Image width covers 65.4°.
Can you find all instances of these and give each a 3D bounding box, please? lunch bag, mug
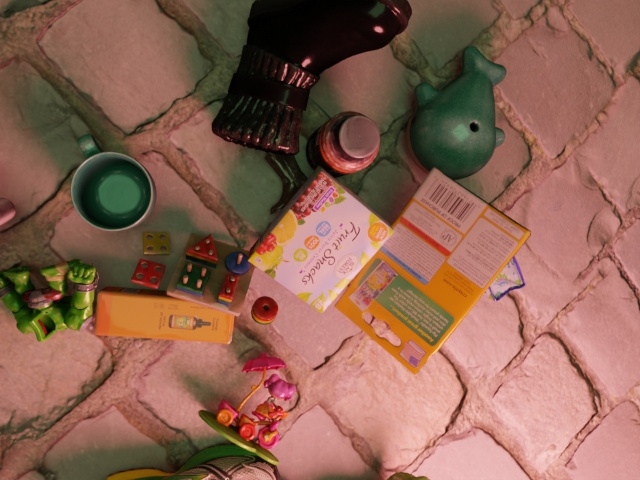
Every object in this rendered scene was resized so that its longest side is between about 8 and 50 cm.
[{"bbox_3d":[0.319,0.035,1.001,0.096,0.129,0.151,-24,98,-11],"label":"lunch bag"},{"bbox_3d":[-0.350,-0.095,0.860,0.129,0.097,0.158,5,90,-12],"label":"mug"}]

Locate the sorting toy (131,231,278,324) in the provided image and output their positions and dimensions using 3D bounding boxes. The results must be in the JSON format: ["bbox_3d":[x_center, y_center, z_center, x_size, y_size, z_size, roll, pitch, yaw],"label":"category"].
[{"bbox_3d":[-0.195,0.048,0.888,0.274,0.046,0.132,19,52,-7],"label":"sorting toy"}]

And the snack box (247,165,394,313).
[{"bbox_3d":[0.000,0.000,0.906,0.174,0.070,0.207,38,102,-15],"label":"snack box"}]

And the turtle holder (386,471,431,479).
[{"bbox_3d":[0.113,0.603,0.923,0.320,0.227,0.243,-30,97,-10],"label":"turtle holder"}]

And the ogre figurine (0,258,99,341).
[{"bbox_3d":[-0.461,0.100,0.839,0.197,0.097,0.118,-9,103,-7],"label":"ogre figurine"}]

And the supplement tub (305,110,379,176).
[{"bbox_3d":[0.041,-0.170,0.895,0.106,0.198,0.106,-1,93,-13],"label":"supplement tub"}]

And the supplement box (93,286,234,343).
[{"bbox_3d":[-0.274,0.133,0.897,0.233,0.080,0.078,7,91,-11],"label":"supplement box"}]

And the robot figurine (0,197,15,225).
[{"bbox_3d":[-0.663,-0.017,0.739,0.353,0.200,0.300,-20,104,-12],"label":"robot figurine"}]

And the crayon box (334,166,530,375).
[{"bbox_3d":[0.201,0.056,0.925,0.203,0.083,0.323,39,103,19],"label":"crayon box"}]

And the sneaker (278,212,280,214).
[{"bbox_3d":[-0.008,-0.008,0.961,0.161,0.057,0.075,17,83,-16],"label":"sneaker"}]

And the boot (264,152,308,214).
[{"bbox_3d":[-0.080,-0.120,0.951,0.106,0.037,0.114,-37,103,-22],"label":"boot"}]

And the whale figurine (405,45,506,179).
[{"bbox_3d":[0.286,-0.252,0.976,0.216,0.141,0.272,29,85,-12],"label":"whale figurine"}]

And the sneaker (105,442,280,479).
[{"bbox_3d":[-0.237,0.471,0.882,0.343,0.146,0.134,-11,94,-13],"label":"sneaker"}]

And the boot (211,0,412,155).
[{"bbox_3d":[-0.026,-0.272,0.834,0.131,0.348,0.260,22,82,-45],"label":"boot"}]

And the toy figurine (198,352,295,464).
[{"bbox_3d":[-0.107,0.295,0.920,0.173,0.130,0.159,33,75,0],"label":"toy figurine"}]
